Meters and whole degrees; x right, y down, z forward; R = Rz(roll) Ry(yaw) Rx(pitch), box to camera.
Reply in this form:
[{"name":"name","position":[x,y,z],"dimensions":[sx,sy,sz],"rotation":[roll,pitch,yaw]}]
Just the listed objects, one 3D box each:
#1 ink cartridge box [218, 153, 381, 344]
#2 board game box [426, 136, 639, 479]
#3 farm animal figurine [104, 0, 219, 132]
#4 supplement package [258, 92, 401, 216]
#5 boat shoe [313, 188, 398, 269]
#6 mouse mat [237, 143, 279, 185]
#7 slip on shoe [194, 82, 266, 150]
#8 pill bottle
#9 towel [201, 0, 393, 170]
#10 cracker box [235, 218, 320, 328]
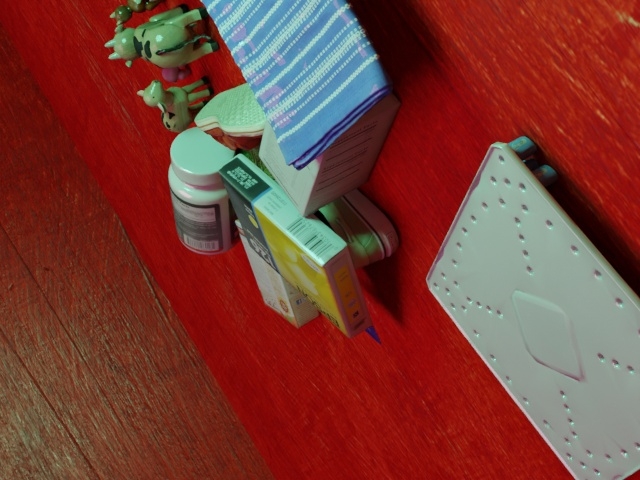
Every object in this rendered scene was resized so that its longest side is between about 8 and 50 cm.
[{"name":"ink cartridge box","position":[-0.036,0.034,1.669],"dimensions":[0.303,0.072,0.307],"rotation":[40,159,36]},{"name":"board game box","position":[0.307,0.110,1.222],"dimensions":[0.390,0.050,0.390],"rotation":[53,158,19]},{"name":"farm animal figurine","position":[-0.328,-0.379,1.919],"dimensions":[0.330,0.172,0.327],"rotation":[65,159,-10]},{"name":"supplement package","position":[0.007,-0.166,1.451],"dimensions":[0.139,0.134,0.244],"rotation":[55,158,14]},{"name":"boat shoe","position":[0.012,-0.058,1.639],"dimensions":[0.302,0.094,0.109],"rotation":[41,152,43]},{"name":"mouse mat","position":[-0.128,-0.160,1.966],"dimensions":[0.189,0.007,0.153],"rotation":[33,145,51]},{"name":"slip on shoe","position":[-0.137,-0.223,1.779],"dimensions":[0.101,0.123,0.331],"rotation":[44,166,-21]},{"name":"pill bottle","position":[-0.249,-0.109,2.098],"dimensions":[0.161,0.161,0.283],"rotation":[50,156,28]},{"name":"towel","position":[-0.053,-0.282,1.258],"dimensions":[0.243,0.040,0.336],"rotation":[-35,83,52]},{"name":"cracker box","position":[-0.093,0.060,2.079],"dimensions":[0.155,0.067,0.232],"rotation":[31,144,53]}]
